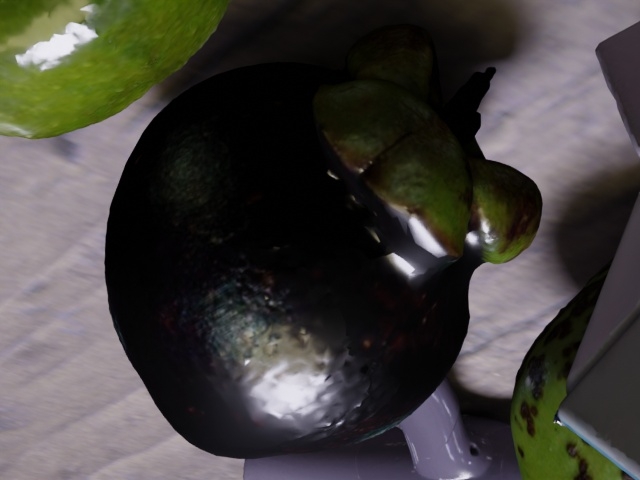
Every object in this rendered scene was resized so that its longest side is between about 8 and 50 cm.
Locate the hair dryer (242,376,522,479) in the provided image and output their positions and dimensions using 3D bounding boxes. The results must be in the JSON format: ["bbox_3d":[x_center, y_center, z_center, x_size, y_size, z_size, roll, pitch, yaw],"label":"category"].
[{"bbox_3d":[0.038,0.130,0.989,0.301,0.121,0.361,1,140,25],"label":"hair dryer"}]

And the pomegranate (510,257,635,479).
[{"bbox_3d":[0.240,0.103,0.742,0.254,0.254,0.270,0,151,10],"label":"pomegranate"}]

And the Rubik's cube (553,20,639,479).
[{"bbox_3d":[0.298,0.023,0.478,0.387,0.358,0.368,17,128,-20],"label":"Rubik's cube"}]

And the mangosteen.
[{"bbox_3d":[0.000,0.000,0.649,0.243,0.243,0.243,5,149,3],"label":"mangosteen"}]

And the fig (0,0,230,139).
[{"bbox_3d":[-0.110,-0.146,0.515,0.203,0.203,0.235,0,-173,10],"label":"fig"}]
